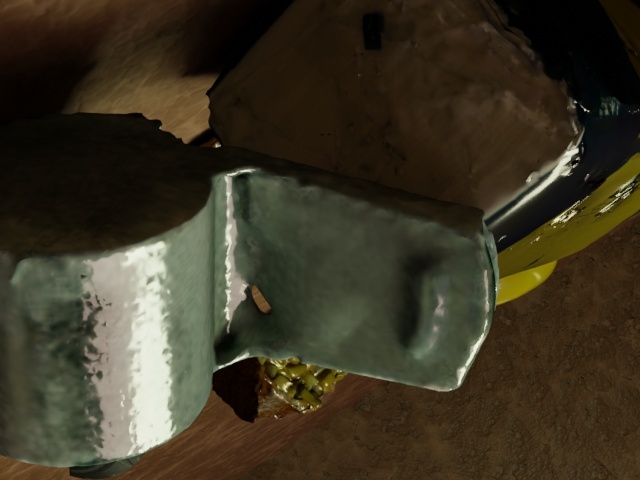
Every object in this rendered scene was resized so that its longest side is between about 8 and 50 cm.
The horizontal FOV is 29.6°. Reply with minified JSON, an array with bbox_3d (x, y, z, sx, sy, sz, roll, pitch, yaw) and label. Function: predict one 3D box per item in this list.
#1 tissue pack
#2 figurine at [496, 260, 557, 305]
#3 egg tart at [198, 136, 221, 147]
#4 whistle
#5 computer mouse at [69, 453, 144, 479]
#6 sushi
[{"bbox_3d":[0.147,-0.117,0.990,0.264,0.253,0.417,-42,162,33],"label":"tissue pack"},{"bbox_3d":[0.239,0.046,1.975,0.327,0.218,0.169,-31,127,22],"label":"figurine"},{"bbox_3d":[-0.081,-0.061,1.094,0.129,0.049,0.129,-33,166,-9],"label":"egg tart"},{"bbox_3d":[-0.092,0.022,0.819,0.405,0.188,0.168,-5,122,-13],"label":"whistle"},{"bbox_3d":[-0.284,0.297,1.821,0.231,0.071,0.126,-38,166,16],"label":"computer mouse"},{"bbox_3d":[-0.041,0.179,1.820,0.179,0.166,0.296,-19,169,38],"label":"sushi"}]
